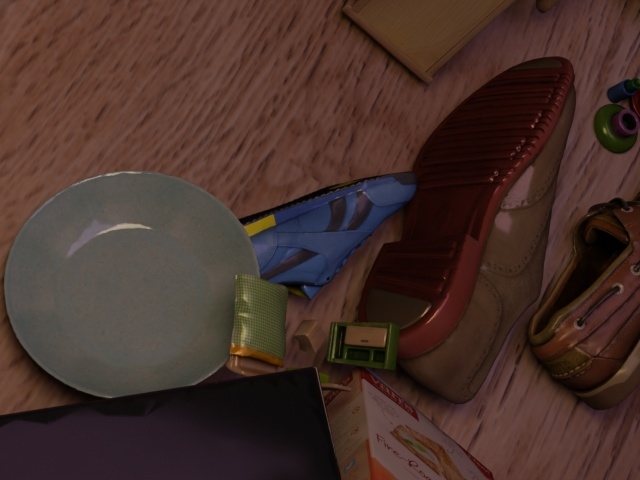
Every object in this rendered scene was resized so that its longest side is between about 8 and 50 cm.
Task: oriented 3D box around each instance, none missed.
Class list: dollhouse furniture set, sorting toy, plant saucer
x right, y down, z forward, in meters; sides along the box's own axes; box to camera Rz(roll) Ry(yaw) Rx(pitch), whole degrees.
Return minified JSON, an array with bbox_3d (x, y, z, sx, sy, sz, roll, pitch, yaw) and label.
[{"bbox_3d":[0.137,-0.286,1.336,0.212,0.161,0.242,40,39,-13],"label":"dollhouse furniture set"},{"bbox_3d":[0.316,-0.133,1.415,0.102,0.042,0.061,-37,94,-31],"label":"sorting toy"},{"bbox_3d":[-0.004,0.075,1.092,0.152,0.059,0.076,20,75,-53],"label":"dollhouse furniture set"},{"bbox_3d":[-0.144,0.038,1.099,0.195,0.037,0.195,3,63,-5],"label":"plant saucer"}]

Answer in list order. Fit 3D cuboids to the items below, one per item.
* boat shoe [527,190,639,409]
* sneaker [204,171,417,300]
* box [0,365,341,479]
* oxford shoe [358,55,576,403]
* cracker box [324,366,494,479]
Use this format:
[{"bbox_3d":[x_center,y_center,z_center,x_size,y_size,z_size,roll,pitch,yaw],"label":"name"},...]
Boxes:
[{"bbox_3d":[0.296,0.005,1.323,0.104,0.111,0.307,40,61,-14],"label":"boat shoe"},{"bbox_3d":[0.000,0.000,1.197,0.209,0.069,0.082,-23,95,-30],"label":"sneaker"},{"bbox_3d":[-0.145,0.166,0.999,0.261,0.184,0.103,-6,76,-30],"label":"box"},{"bbox_3d":[0.150,-0.015,1.269,0.130,0.123,0.348,50,58,-33],"label":"oxford shoe"},{"bbox_3d":[0.071,0.201,1.087,0.156,0.232,0.067,41,101,-12],"label":"cracker box"}]
